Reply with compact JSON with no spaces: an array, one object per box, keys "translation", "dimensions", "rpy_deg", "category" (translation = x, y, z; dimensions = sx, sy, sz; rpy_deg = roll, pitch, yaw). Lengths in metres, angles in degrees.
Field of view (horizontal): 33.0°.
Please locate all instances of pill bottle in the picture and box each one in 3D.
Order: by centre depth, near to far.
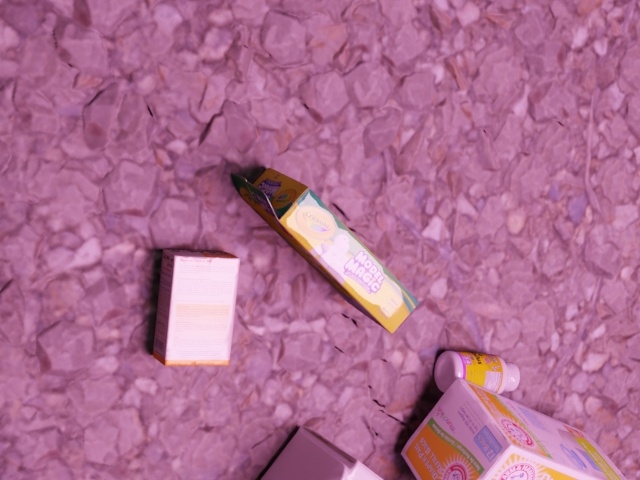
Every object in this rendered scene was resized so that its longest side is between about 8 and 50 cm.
[{"translation":[0.160,0.136,1.096],"dimensions":[0.083,0.043,0.043],"rpy_deg":[8,95,-28],"category":"pill bottle"}]

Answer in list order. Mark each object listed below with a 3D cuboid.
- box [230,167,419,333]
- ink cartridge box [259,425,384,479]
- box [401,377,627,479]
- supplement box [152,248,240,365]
[{"translation":[0.000,0.000,0.957],"dimensions":[0.043,0.105,0.179],"rpy_deg":[-49,116,-5],"category":"box"},{"translation":[0.037,0.345,1.024],"dimensions":[0.289,0.121,0.211],"rpy_deg":[44,79,-26],"category":"ink cartridge box"},{"translation":[0.199,0.234,1.072],"dimensions":[0.203,0.114,0.103],"rpy_deg":[26,106,-31],"category":"box"},{"translation":[-0.110,0.059,0.950],"dimensions":[0.062,0.036,0.098],"rpy_deg":[4,97,-27],"category":"supplement box"}]
